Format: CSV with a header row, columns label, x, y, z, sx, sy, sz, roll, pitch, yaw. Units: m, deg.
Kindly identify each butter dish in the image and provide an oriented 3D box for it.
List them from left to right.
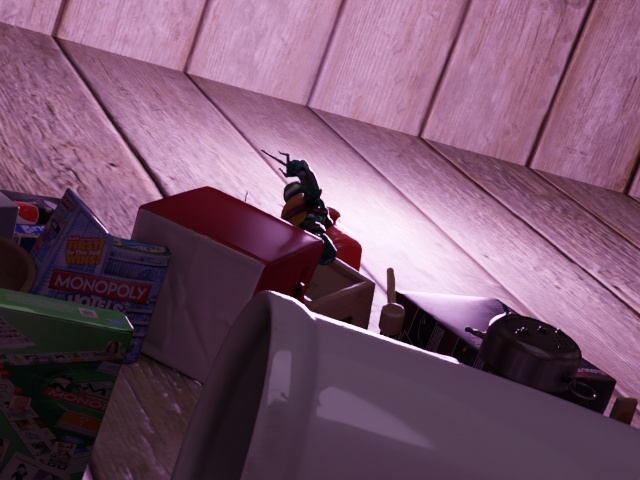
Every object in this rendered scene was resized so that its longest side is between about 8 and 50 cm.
label,x,y,z,sx,sy,sz,roll,pitch,yaw
butter dish,0.000,0.000,2.485,0.160,0.118,0.160,30,18,32

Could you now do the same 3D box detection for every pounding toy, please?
label,x,y,z,sx,sy,sz,roll,pitch,yaw
pounding toy,0.031,0.098,2.172,0.181,0.094,0.206,-19,39,-41

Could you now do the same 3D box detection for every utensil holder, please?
label,x,y,z,sx,sy,sz,roll,pitch,yaw
utensil holder,0.078,0.257,1.296,0.385,0.328,0.327,20,14,-11

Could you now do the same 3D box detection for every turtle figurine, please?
label,x,y,z,sx,sy,sz,roll,pitch,yaw
turtle figurine,-0.040,-0.033,2.147,0.118,0.175,0.234,17,32,-22

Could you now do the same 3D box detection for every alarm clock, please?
label,x,y,z,sx,sy,sz,roll,pitch,yaw
alarm clock,0.289,0.153,2.012,0.129,0.064,0.192,2,28,-43

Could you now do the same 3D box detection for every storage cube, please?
label,x,y,z,sx,sy,sz,roll,pitch,yaw
storage cube,-0.139,0.057,1.975,0.215,0.184,0.193,25,17,15

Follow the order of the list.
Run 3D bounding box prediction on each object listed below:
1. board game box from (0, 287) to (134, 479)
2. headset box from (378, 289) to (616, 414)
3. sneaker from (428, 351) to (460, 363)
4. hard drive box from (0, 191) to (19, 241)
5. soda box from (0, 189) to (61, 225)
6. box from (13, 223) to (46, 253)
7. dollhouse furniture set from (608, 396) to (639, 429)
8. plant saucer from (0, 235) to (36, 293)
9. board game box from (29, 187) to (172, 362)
label,x,y,z,sx,sy,sz,roll,pitch,yaw
board game box,-0.347,0.137,1.359,0.317,0.214,0.046,14,16,-25
headset box,0.250,0.184,2.164,0.218,0.110,0.293,6,20,-40
sneaker,0.053,0.198,1.803,0.210,0.137,0.366,22,18,-4
hard drive box,-0.530,-0.048,1.995,0.181,0.089,0.232,-2,25,-44
soda box,-0.433,-0.036,2.175,0.168,0.053,0.060,7,19,-38
box,-0.363,0.014,2.076,0.054,0.059,0.169,26,15,38
dollhouse furniture set,0.551,0.299,2.100,0.259,0.135,0.262,9,18,-37
plant saucer,-0.458,0.050,1.731,0.277,0.041,0.278,4,25,-2
board game box,-0.272,0.044,1.822,0.194,0.194,0.060,11,17,-29
